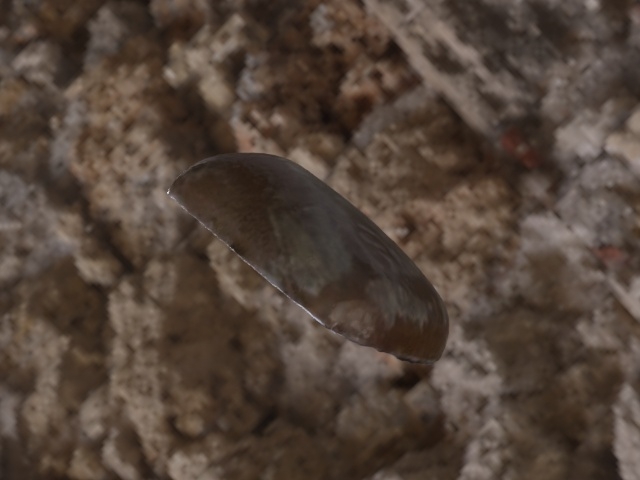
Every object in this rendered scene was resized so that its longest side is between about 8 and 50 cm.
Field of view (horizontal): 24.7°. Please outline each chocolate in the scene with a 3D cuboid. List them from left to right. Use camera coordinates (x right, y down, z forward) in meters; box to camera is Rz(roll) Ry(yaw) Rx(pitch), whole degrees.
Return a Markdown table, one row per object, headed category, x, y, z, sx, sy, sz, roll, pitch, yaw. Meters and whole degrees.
| category | x | y | z | sx | sy | sz | roll | pitch | yaw |
| --- | --- | --- | --- | --- | --- | --- | --- | --- | --- |
| chocolate | 0.002 | -0.001 | 1.211 | 0.157 | 0.080 | 0.254 | 22 | -167 | -49 |
